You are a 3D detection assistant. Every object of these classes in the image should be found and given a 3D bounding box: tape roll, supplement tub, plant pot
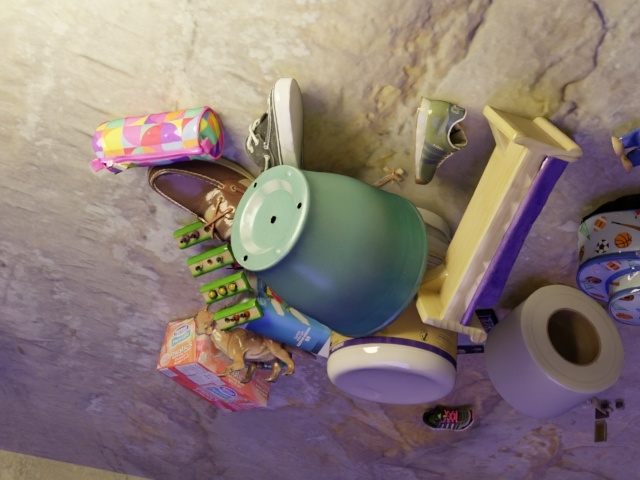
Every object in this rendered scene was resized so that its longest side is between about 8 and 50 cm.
[{"bbox_3d":[0.498,0.239,1.688,0.246,0.246,0.169,16,146,-10],"label":"tape roll"},{"bbox_3d":[0.146,0.125,1.516,0.240,0.332,0.241,5,151,3],"label":"supplement tub"},{"bbox_3d":[0.000,0.000,1.334,0.271,0.272,0.255,-21,146,38],"label":"plant pot"}]

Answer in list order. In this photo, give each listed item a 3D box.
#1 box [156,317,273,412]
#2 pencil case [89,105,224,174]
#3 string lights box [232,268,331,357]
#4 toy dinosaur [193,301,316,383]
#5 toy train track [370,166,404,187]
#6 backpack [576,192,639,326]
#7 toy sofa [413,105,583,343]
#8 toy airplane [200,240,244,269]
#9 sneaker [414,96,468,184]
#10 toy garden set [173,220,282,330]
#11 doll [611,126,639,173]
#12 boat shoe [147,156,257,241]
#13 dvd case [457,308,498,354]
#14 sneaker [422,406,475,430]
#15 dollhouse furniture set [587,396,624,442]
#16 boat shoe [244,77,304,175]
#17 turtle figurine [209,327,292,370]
[{"bbox_3d":[-0.275,0.337,2.120,0.154,0.142,0.300,-15,140,32],"label":"box"},{"bbox_3d":[-0.292,-0.176,1.405,0.236,0.105,0.104,-7,143,21],"label":"pencil case"},{"bbox_3d":[-0.072,0.170,1.817,0.259,0.133,0.077,21,121,-17],"label":"string lights box"},{"bbox_3d":[-0.152,0.229,1.861,0.295,0.201,0.127,-1,160,-8],"label":"toy dinosaur"},{"bbox_3d":[0.124,-0.112,1.471,0.048,0.014,0.083,31,141,-29],"label":"toy train track"},{"bbox_3d":[0.600,0.044,1.425,0.263,0.213,0.276,3,150,29],"label":"backpack"},{"bbox_3d":[0.297,-0.020,1.290,0.177,0.150,0.363,16,113,-14],"label":"toy sofa"},{"bbox_3d":[-0.199,0.022,1.738,0.151,0.028,0.151,6,146,4],"label":"toy airplane"},{"bbox_3d":[0.205,-0.160,1.333,0.086,0.064,0.192,8,143,11],"label":"sneaker"},{"bbox_3d":[-0.182,0.063,1.659,0.203,0.049,0.244,-20,102,22],"label":"toy garden set"},{"bbox_3d":[0.570,-0.167,1.248,0.189,0.046,0.129,-21,126,29],"label":"doll"},{"bbox_3d":[-0.169,-0.060,1.505,0.341,0.123,0.123,23,130,-21],"label":"boat shoe"},{"bbox_3d":[0.316,0.229,1.919,0.252,0.022,0.180,-7,142,24],"label":"dvd case"},{"bbox_3d":[0.368,0.519,2.295,0.170,0.063,0.074,-17,144,42],"label":"sneaker"},{"bbox_3d":[0.748,0.472,2.088,0.081,0.114,0.091,36,141,-27],"label":"dollhouse furniture set"},{"bbox_3d":[-0.083,-0.169,1.367,0.102,0.108,0.301,6,153,3],"label":"boat shoe"},{"bbox_3d":[-0.167,0.258,1.994,0.175,0.118,0.234,31,174,32],"label":"turtle figurine"}]
